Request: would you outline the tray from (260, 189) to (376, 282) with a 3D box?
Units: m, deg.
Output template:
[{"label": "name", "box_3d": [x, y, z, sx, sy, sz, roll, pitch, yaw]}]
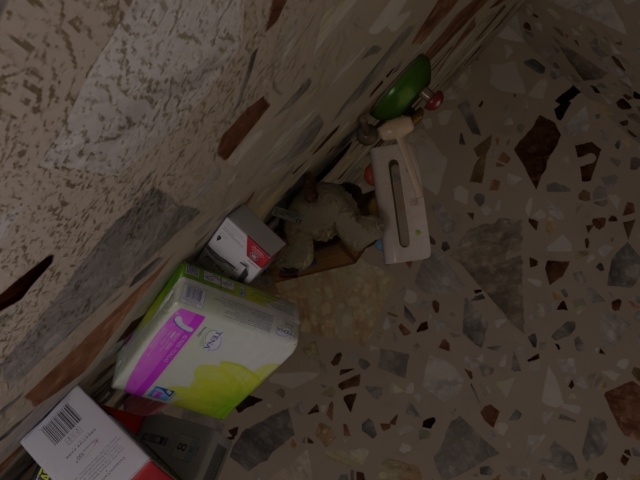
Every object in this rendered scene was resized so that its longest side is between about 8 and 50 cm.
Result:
[{"label": "tray", "box_3d": [0.000, 0.000, 1.872, 0.410, 0.076, 0.203, -18, -150, 54]}]

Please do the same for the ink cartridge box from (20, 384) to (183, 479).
[{"label": "ink cartridge box", "box_3d": [-0.321, 0.430, 1.221, 0.130, 0.271, 0.309, -46, 149, -19]}]

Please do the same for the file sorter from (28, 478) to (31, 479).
[{"label": "file sorter", "box_3d": [-0.527, 0.597, 1.689, 0.173, 0.277, 0.193, -49, 178, 5]}]

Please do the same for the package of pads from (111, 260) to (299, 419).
[{"label": "package of pads", "box_3d": [-0.194, 0.185, 1.208, 0.296, 0.229, 0.101, -49, -151, 38]}]

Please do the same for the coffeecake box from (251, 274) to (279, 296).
[{"label": "coffeecake box", "box_3d": [-0.220, 0.173, 1.944, 0.142, 0.068, 0.185, -5, 150, -36]}]

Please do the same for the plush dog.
[{"label": "plush dog", "box_3d": [-0.007, -0.069, 1.630, 0.262, 0.211, 0.225, -20, -166, 2]}]

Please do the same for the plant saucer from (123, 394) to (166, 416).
[{"label": "plant saucer", "box_3d": [-0.450, 0.427, 2.081, 0.332, 0.084, 0.332, -36, 179, -1]}]

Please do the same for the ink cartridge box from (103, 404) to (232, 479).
[{"label": "ink cartridge box", "box_3d": [-0.409, 0.507, 1.470, 0.091, 0.384, 0.308, 56, 48, -51]}]

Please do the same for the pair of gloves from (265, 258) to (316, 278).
[{"label": "pair of gloves", "box_3d": [-0.110, 0.053, 1.680, 0.159, 0.198, 0.023, -70, 161, -71]}]

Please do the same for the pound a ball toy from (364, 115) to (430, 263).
[{"label": "pound a ball toy", "box_3d": [0.170, -0.108, 1.640, 0.135, 0.320, 0.208, -8, 179, 8]}]

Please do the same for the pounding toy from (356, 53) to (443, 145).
[{"label": "pounding toy", "box_3d": [0.196, -0.304, 1.630, 0.237, 0.110, 0.183, -47, 178, -5]}]

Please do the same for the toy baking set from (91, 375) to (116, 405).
[{"label": "toy baking set", "box_3d": [-0.408, 0.284, 1.558, 0.197, 0.030, 0.256, -47, 178, 1]}]

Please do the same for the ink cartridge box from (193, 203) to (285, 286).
[{"label": "ink cartridge box", "box_3d": [-0.136, 0.023, 1.179, 0.135, 0.099, 0.056, -49, 177, 39]}]

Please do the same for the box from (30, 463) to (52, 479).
[{"label": "box", "box_3d": [-0.517, 0.465, 1.395, 0.270, 0.060, 0.216, 127, -15, -72]}]
